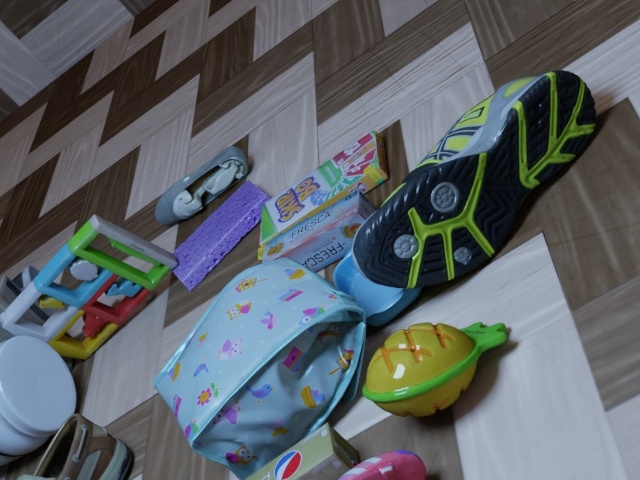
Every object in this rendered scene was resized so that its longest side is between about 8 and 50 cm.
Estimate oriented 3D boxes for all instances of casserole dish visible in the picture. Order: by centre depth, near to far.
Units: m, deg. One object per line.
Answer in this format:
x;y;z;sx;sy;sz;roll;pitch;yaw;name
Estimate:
0.081;0.054;1.551;0.114;0.037;0.188;-40;26;6;casserole dish

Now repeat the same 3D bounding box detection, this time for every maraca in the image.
0.130;0.137;1.304;0.185;0.099;0.127;-28;15;-28;maraca

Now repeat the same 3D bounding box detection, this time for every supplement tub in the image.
-0.560;0.287;1.899;0.272;0.191;0.191;-29;30;25;supplement tub

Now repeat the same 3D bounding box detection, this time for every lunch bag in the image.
-0.066;0.154;1.470;0.262;0.160;0.223;-50;27;-3;lunch bag

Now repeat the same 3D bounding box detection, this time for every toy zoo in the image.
-0.405;0.099;1.941;0.293;0.192;0.030;-46;48;13;toy zoo

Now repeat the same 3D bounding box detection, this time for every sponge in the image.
-0.175;-0.012;1.994;0.210;0.031;0.117;-45;26;-4;sponge

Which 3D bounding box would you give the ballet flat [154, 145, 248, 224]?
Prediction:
-0.223;-0.094;2.137;0.213;0.072;0.068;-39;33;8;ballet flat

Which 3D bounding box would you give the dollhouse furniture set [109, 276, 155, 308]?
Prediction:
-0.369;0.103;2.031;0.114;0.081;0.091;-49;27;-12;dollhouse furniture set

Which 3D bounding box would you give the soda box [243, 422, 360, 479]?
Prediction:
-0.041;0.294;1.336;0.181;0.061;0.058;-37;28;12;soda box

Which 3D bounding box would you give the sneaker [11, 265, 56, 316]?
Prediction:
-0.601;0.161;2.245;0.147;0.104;0.296;-43;21;4;sneaker

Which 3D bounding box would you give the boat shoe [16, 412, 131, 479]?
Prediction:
-0.385;0.375;1.581;0.122;0.120;0.324;-23;26;35;boat shoe

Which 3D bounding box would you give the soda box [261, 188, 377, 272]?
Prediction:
0.000;0.000;1.712;0.183;0.058;0.063;-29;30;24;soda box

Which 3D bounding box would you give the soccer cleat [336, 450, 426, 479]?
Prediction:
0.006;0.303;1.246;0.248;0.083;0.095;-43;22;6;soccer cleat

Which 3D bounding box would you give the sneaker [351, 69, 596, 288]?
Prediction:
0.192;-0.074;1.502;0.384;0.145;0.147;-38;18;-14;sneaker

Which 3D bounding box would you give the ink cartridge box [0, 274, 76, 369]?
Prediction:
-0.588;0.203;2.055;0.234;0.193;0.088;-35;26;14;ink cartridge box

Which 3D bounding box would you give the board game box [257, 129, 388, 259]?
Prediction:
-0.006;-0.072;1.855;0.259;0.039;0.124;-35;27;20;board game box
